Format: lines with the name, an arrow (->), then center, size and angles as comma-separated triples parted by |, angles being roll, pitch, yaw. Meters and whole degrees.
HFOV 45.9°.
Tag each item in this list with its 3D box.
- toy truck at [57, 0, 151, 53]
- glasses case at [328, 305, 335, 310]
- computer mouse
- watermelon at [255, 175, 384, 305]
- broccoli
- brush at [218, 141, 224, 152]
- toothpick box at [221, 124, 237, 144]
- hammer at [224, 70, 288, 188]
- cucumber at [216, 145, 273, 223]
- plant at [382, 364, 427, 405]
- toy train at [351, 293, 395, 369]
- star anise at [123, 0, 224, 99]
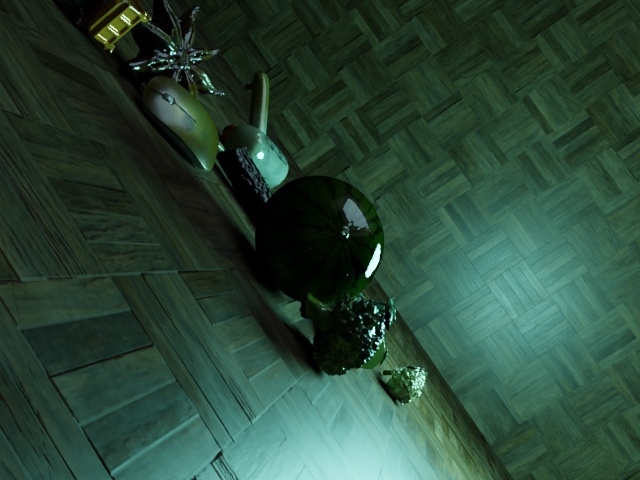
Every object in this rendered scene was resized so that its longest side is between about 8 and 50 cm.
toy truck -> -0.410, -0.468, 1.310 | 0.270, 0.114, 0.135 | 58, 10, 21
glasses case -> 0.032, 0.182, 1.546 | 0.072, 0.042, 0.190 | 49, 8, -18
computer mouse -> -0.245, -0.212, 1.374 | 0.199, 0.045, 0.102 | 50, 41, -41
watermelon -> -0.001, 0.000, 1.373 | 0.242, 0.242, 0.242 | 54, 6, -9
broccoli -> 0.028, 0.151, 1.292 | 0.160, 0.154, 0.167 | 33, 11, -8
brush -> -0.260, -0.240, 1.607 | 0.248, 0.036, 0.043 | 52, 17, -62
toothpick box -> -0.229, -0.265, 1.921 | 0.047, 0.047, 0.083 | 53, 7, -16
hammer -> -0.156, -0.294, 1.882 | 0.202, 0.113, 0.305 | 49, 38, -63
cucumber -> -0.120, -0.071, 1.609 | 0.300, 0.072, 0.072 | 58, 6, 3
plant -> 0.194, 0.328, 1.814 | 0.122, 0.104, 0.116 | 29, -35, 39
toy train -> 0.112, 0.205, 1.686 | 0.253, 0.105, 0.157 | -20, 117, -86
star anise -> -0.294, -0.340, 1.446 | 0.272, 0.103, 0.271 | 6, 83, -59
